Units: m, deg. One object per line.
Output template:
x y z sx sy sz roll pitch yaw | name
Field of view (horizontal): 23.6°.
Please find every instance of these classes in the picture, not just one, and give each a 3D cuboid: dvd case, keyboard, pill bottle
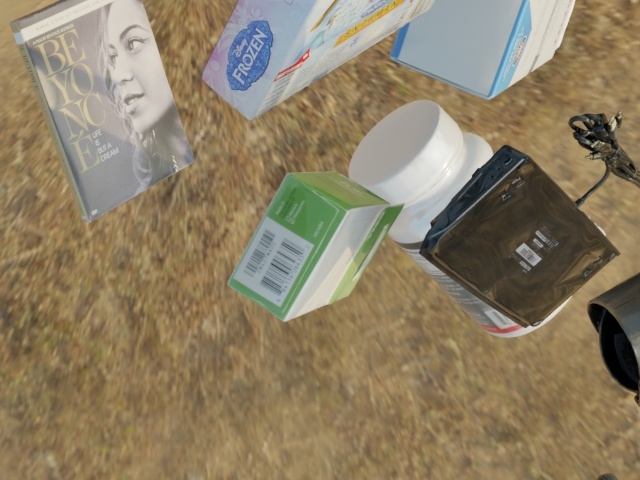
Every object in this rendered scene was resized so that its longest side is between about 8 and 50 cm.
-0.224 -0.152 1.611 0.164 0.018 0.221 -34 114 -41 | dvd case
0.207 -0.023 1.368 0.201 0.317 0.033 -42 63 8 | keyboard
0.172 -0.027 1.824 0.161 0.161 0.283 -44 117 4 | pill bottle

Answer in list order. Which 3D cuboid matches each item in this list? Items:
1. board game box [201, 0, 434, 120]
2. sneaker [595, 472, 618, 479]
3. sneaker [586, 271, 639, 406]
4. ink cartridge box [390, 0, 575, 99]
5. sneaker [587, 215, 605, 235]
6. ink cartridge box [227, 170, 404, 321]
0.065 -0.284 1.316 0.066 0.319 0.318 41 131 10 | board game box
0.296 0.343 1.662 0.089 0.051 0.170 -9 85 -12 | sneaker
0.189 0.042 0.728 0.118 0.222 0.083 -27 63 2 | sneaker
0.211 -0.305 1.734 0.129 0.307 0.223 23 111 14 | ink cartridge box
0.239 -0.023 1.566 0.040 0.109 0.044 -60 142 -16 | sneaker
0.000 0.000 1.339 0.062 0.209 0.109 32 102 12 | ink cartridge box
